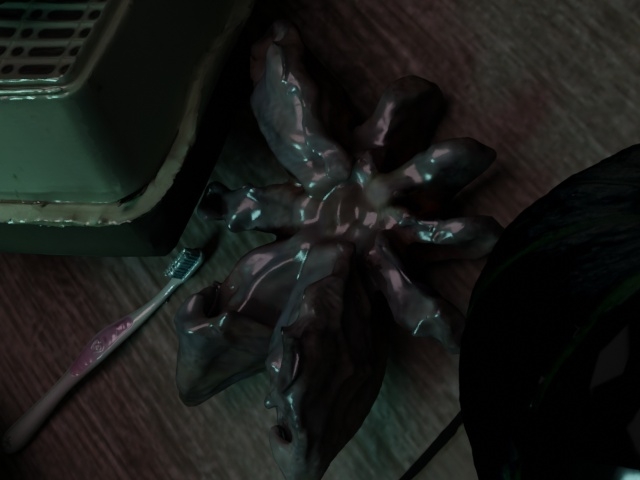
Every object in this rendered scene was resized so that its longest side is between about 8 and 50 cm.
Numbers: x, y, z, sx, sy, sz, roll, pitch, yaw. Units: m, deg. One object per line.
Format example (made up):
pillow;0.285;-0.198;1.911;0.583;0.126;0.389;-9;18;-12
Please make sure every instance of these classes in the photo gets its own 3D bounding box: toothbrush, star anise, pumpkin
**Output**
toothbrush;-0.143;0.074;0.909;0.204;0.022;0.017;-45;53;20
star anise;-0.001;0.005;0.773;0.198;0.110;0.258;15;79;37
pumpkin;0.183;0.080;0.575;0.248;0.248;0.248;-11;71;33

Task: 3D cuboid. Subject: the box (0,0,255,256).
box;-0.194;-0.104;0.848;0.290;0.166;0.221;4;53;23

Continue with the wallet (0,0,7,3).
wallet;-0.069;-0.287;0.811;0.406;0.062;0.228;-31;48;-11
